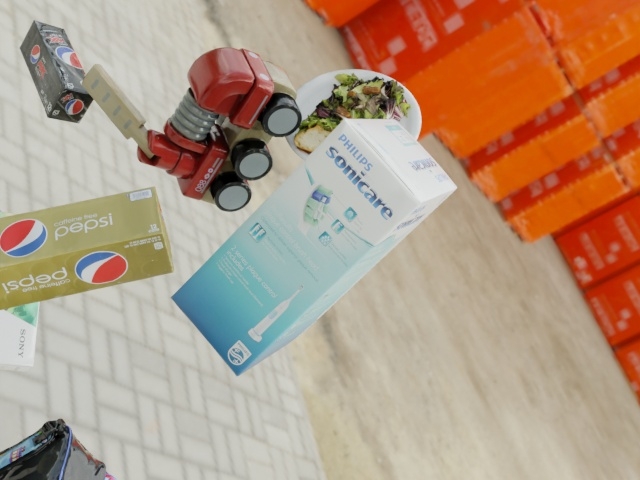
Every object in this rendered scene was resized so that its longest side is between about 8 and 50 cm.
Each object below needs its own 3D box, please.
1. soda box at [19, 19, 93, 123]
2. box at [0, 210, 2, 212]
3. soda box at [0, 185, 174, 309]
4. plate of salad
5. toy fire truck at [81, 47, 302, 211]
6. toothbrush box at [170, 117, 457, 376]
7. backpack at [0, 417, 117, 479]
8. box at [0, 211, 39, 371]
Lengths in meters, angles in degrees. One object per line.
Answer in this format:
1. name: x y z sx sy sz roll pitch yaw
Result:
1. soda box: -0.394 -0.253 1.335 0.053 0.060 0.169 9 41 -45
2. box: -0.598 -0.006 1.457 0.059 0.054 0.169 54 46 -12
3. soda box: -0.225 0.009 0.786 0.061 0.181 0.058 87 -11 -52
4. plate of salad: 0.044 -0.179 1.275 0.048 0.199 0.200 85 -11 -55
5. toy fire truck: -0.187 -0.183 1.246 0.246 0.217 0.158 16 34 -35
6. toothbrush box: 0.000 0.000 1.055 0.126 0.295 0.216 49 20 7
7. backpack: -0.308 0.285 0.893 0.158 0.173 0.117 -97 161 -51
8. box: -0.568 0.060 1.286 0.322 0.058 0.232 9 72 -28
